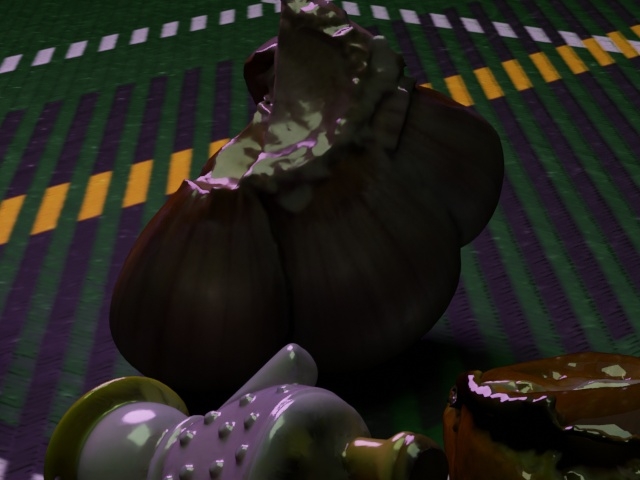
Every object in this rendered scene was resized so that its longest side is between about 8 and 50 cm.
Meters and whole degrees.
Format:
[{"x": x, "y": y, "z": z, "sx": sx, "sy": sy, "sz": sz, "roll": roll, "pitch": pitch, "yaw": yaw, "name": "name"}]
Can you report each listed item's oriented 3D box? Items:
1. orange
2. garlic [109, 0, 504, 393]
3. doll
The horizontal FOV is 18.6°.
[{"x": 0.117, "y": 0.097, "z": 0.788, "sx": 0.170, "sy": 0.112, "sz": 0.160, "roll": 14, "pitch": -8, "yaw": -40, "name": "orange"}, {"x": 0.000, "y": 0.000, "z": 1.044, "sx": 0.160, "sy": 0.214, "sz": 0.191, "roll": 19, "pitch": -22, "yaw": 13, "name": "garlic"}, {"x": -0.043, "y": 0.101, "z": 0.821, "sx": 0.207, "sy": 0.129, "sz": 0.081, "roll": 1, "pitch": -31, "yaw": 43, "name": "doll"}]
